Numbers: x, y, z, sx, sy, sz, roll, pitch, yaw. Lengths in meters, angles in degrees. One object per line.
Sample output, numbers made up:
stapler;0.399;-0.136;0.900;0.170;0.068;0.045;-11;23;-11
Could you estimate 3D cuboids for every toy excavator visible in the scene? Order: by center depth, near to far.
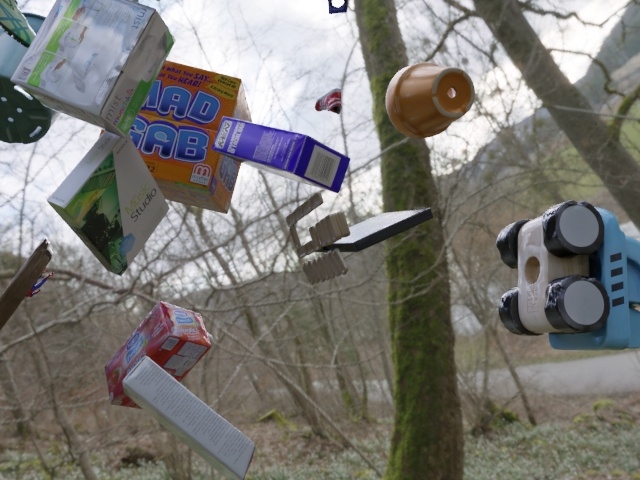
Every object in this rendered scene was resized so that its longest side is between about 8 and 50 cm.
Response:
toy excavator;0.611;0.153;1.119;0.445;0.433;0.222;6;-13;-9

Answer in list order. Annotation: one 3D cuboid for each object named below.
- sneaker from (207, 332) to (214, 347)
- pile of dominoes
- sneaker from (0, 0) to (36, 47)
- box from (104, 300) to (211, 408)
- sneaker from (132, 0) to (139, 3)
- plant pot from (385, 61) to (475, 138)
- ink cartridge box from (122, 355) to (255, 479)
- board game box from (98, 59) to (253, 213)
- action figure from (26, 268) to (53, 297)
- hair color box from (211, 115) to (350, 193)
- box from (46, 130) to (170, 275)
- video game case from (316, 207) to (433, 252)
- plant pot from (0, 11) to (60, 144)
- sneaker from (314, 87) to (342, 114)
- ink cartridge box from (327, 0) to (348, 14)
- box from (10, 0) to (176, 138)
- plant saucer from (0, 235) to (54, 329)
sneaker;-0.392;0.286;1.567;0.212;0.080;0.094;-21;34;16
pile of dominoes;0.000;0.000;1.344;0.040;0.196;0.251;-16;-6;-24
sneaker;-0.716;-0.535;1.266;0.086;0.237;0.085;-43;29;-12
box;-0.407;0.290;1.386;0.128;0.122;0.257;27;-68;-42
sneaker;-0.514;-0.692;1.453;0.150;0.135;0.366;-33;-50;-14
plant pot;0.307;-0.381;1.495;0.205;0.205;0.188;-29;15;-14
ink cartridge box;-0.229;0.358;1.058;0.071;0.330;0.324;-52;4;-25
board game box;-0.448;-0.325;1.794;0.356;0.356;0.356;14;-9;1
action figure;-0.761;0.122;1.486;0.115;0.038;0.030;-42;33;12
hair color box;-0.109;-0.230;1.481;0.185;0.339;0.110;18;-89;-50
box;-0.491;-0.085;1.344;0.232;0.058;0.322;-62;-19;-25
video game case;0.147;-0.027;1.624;0.275;0.035;0.248;-23;9;-25
plant pot;-0.968;-0.510;1.824;0.341;0.341;0.334;-34;37;26
sneaker;0.022;-0.390;1.636;0.042;0.067;0.118;7;-20;-33
ink cartridge box;0.001;-0.868;1.624;0.151;0.395;0.270;-41;34;-16
box;-0.484;-0.394;1.211;0.127;0.231;0.262;64;-132;-76
plant saucer;-0.653;0.115;1.188;0.278;0.041;0.278;-42;25;25
